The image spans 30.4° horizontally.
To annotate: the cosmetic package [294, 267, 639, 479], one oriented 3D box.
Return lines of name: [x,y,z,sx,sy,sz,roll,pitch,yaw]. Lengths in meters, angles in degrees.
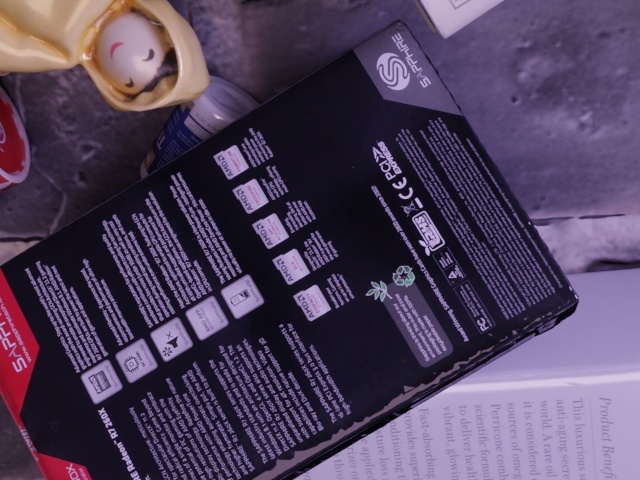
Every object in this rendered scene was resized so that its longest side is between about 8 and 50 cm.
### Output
cosmetic package: [0.107,0.166,0.945,0.454,0.161,0.230,-4,115,10]

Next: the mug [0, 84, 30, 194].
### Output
mug: [-0.320,-0.060,0.938,0.169,0.150,0.113,-19,77,12]

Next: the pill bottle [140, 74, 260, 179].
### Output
pill bottle: [-0.098,-0.063,0.910,0.067,0.067,0.120,32,116,-9]

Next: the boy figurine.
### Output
boy figurine: [-0.200,-0.183,0.807,0.285,0.092,0.177,43,102,-11]

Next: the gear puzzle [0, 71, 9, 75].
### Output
gear puzzle: [-0.328,-0.273,0.849,0.339,0.044,0.175,34,109,-11]

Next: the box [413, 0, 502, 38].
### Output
box: [0.162,-0.273,0.710,0.311,0.121,0.148,-30,110,10]

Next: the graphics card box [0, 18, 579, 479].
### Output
graphics card box: [-0.038,0.043,0.817,0.371,0.094,0.232,-32,76,5]
